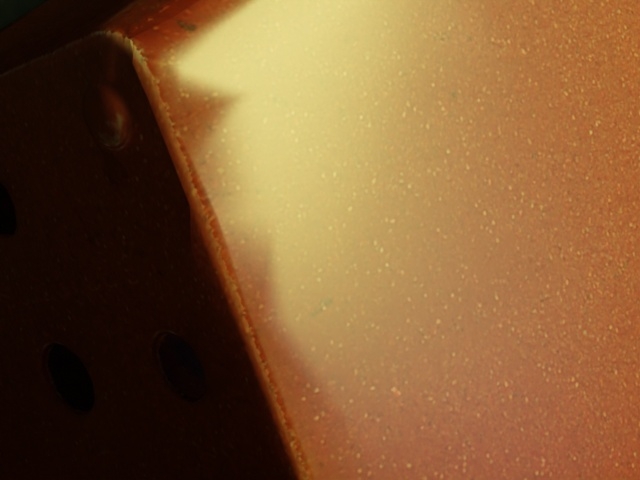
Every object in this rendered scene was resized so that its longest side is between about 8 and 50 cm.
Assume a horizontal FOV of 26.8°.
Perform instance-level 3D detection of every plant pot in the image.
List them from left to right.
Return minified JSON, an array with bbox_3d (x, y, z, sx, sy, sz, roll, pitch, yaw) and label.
[{"bbox_3d":[0.000,0.000,0.472,0.236,0.267,0.267,-27,101,-42],"label":"plant pot"}]
